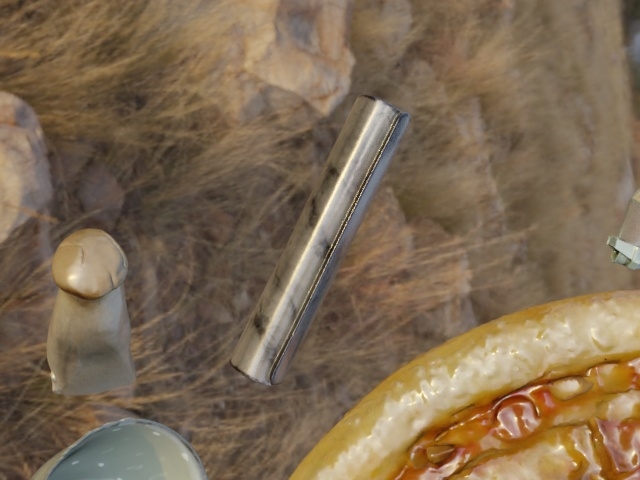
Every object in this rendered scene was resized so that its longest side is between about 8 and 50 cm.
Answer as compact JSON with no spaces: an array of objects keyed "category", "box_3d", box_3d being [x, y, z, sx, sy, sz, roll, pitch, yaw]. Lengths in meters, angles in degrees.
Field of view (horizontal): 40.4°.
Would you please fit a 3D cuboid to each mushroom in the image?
[{"category":"mushroom","box_3d":[-0.411,0.148,1.538,0.407,0.154,0.137,100,-20,-48]}]

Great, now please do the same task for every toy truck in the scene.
[{"category":"toy truck","box_3d":[0.536,-0.068,1.294,0.108,0.140,0.256,-63,172,-82]}]

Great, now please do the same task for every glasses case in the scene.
[{"category":"glasses case","box_3d":[0.000,0.000,0.885,0.299,0.060,0.114,-64,178,0]}]

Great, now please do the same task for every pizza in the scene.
[{"category":"pizza","box_3d":[0.129,0.130,0.508,0.074,0.365,0.182,67,4,-55]}]

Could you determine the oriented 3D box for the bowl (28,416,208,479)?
[{"category":"bowl","box_3d":[-0.301,0.393,1.113,0.337,0.158,0.337,9,79,-56]}]
